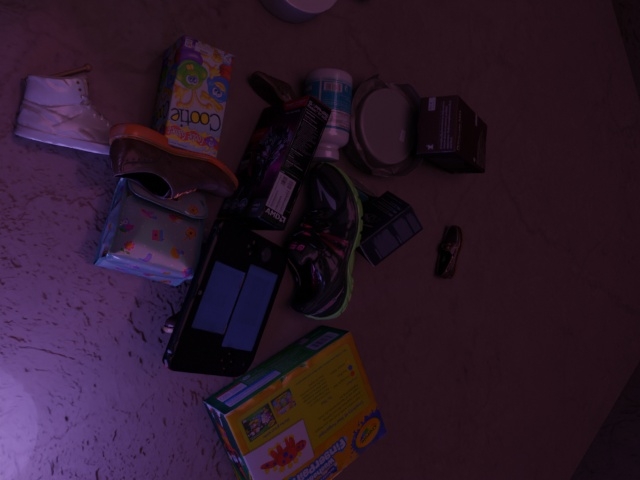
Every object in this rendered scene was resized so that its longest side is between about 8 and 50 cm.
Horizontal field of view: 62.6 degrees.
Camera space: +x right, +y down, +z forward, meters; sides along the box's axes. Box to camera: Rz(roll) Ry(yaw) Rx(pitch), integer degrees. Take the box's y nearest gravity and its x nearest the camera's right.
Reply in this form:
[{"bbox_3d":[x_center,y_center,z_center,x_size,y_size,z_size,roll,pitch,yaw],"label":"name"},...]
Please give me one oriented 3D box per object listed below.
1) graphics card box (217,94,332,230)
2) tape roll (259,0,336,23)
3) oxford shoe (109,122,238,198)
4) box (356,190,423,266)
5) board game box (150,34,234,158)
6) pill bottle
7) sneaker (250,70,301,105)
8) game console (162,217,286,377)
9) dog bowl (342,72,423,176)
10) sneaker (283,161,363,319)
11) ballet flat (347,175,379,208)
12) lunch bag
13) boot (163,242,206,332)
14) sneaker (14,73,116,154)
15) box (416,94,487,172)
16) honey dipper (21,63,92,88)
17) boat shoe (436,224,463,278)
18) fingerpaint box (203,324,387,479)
[{"bbox_3d":[-0.129,-0.208,1.448,0.094,0.233,0.370,29,75,-36],"label":"graphics card box"},{"bbox_3d":[-0.071,-0.802,1.562,0.286,0.100,0.286,0,90,-35],"label":"tape roll"},{"bbox_3d":[-0.348,-0.150,1.273,0.364,0.130,0.132,19,63,-48],"label":"oxford shoe"},{"bbox_3d":[0.193,-0.040,1.680,0.207,0.153,0.108,-37,122,-3],"label":"box"},{"bbox_3d":[-0.336,-0.352,1.354,0.142,0.144,0.275,12,83,-34],"label":"board game box"},{"bbox_3d":[0.018,-0.375,1.602,0.146,0.146,0.263,6,88,-35],"label":"pill bottle"},{"bbox_3d":[-0.127,-0.444,1.560,0.188,0.066,0.071,38,53,-35],"label":"sneaker"},{"bbox_3d":[-0.231,0.164,1.386,0.342,0.060,0.386,36,70,-63],"label":"game console"},{"bbox_3d":[0.207,-0.376,1.761,0.349,0.102,0.348,-1,92,-35],"label":"dog bowl"},{"bbox_3d":[0.000,0.000,1.571,0.202,0.185,0.482,3,88,-39],"label":"sneaker"},{"bbox_3d":[0.156,-0.146,1.752,0.213,0.072,0.068,33,42,-33],"label":"ballet flat"},{"bbox_3d":[-0.407,-0.043,1.304,0.224,0.160,0.262,21,66,-31],"label":"lunch bag"},{"bbox_3d":[-0.322,0.116,1.395,0.248,0.090,0.206,-22,110,-44],"label":"boot"},{"bbox_3d":[-0.531,-0.294,1.224,0.293,0.108,0.169,9,100,-34],"label":"sneaker"},{"bbox_3d":[0.469,-0.359,1.842,0.381,0.143,0.191,6,87,-57],"label":"box"},{"bbox_3d":[-0.613,-0.387,1.232,0.161,0.030,0.030,-34,109,-33],"label":"honey dipper"},{"bbox_3d":[0.484,0.041,1.977,0.073,0.073,0.206,12,83,-37],"label":"boat shoe"},{"bbox_3d":[-0.060,0.521,1.546,0.445,0.163,0.370,-29,106,-31],"label":"fingerpaint box"}]
